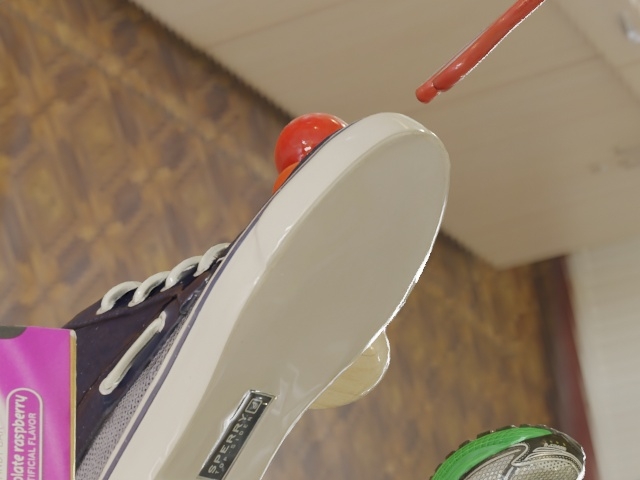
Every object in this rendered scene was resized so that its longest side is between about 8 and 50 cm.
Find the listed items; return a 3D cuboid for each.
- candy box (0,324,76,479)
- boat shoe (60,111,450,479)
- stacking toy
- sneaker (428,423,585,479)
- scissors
[{"bbox_3d":[-0.132,0.158,0.623,0.233,0.071,0.159,109,-19,-48],"label":"candy box"},{"bbox_3d":[-0.072,0.046,1.082,0.127,0.341,0.158,31,6,-47],"label":"boat shoe"},{"bbox_3d":[0.000,0.000,1.752,0.141,0.141,0.330,55,26,-38],"label":"stacking toy"},{"bbox_3d":[0.158,0.339,1.945,0.134,0.343,0.146,41,10,-27],"label":"sneaker"},{"bbox_3d":[0.194,-0.220,1.516,0.021,0.297,0.109,46,0,-2],"label":"scissors"}]
